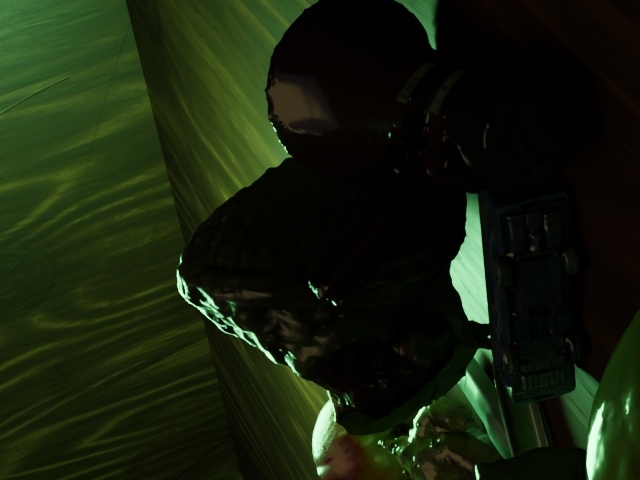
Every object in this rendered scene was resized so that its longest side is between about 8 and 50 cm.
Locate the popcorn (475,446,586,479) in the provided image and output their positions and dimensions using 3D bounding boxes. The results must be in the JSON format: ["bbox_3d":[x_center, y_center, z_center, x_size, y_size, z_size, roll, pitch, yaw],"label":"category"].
[{"bbox_3d":[0.230,0.311,1.131,0.293,0.237,0.292,-2,-90,-64],"label":"popcorn"}]

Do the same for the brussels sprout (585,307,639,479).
[{"bbox_3d":[0.284,0.125,0.714,0.274,0.243,0.316,-2,115,50],"label":"brussels sprout"}]

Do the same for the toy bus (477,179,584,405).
[{"bbox_3d":[0.199,0.043,1.228,0.094,0.079,0.236,-102,2,-54],"label":"toy bus"}]

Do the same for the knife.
[{"bbox_3d":[0.224,0.254,1.406,0.053,0.123,0.277,-13,-89,-74],"label":"knife"}]

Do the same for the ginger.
[{"bbox_3d":[0.162,0.272,1.515,0.214,0.059,0.133,49,121,34],"label":"ginger"}]

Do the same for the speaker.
[{"bbox_3d":[0.059,-0.099,1.168,0.329,0.259,0.198,39,152,65],"label":"speaker"}]

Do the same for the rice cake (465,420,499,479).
[{"bbox_3d":[0.235,0.411,1.601,0.399,0.070,0.064,70,162,-2],"label":"rice cake"}]

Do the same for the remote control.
[{"bbox_3d":[0.204,0.208,1.514,0.162,0.029,0.061,57,159,35],"label":"remote control"}]

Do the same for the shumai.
[{"bbox_3d":[0.030,0.081,1.402,0.292,0.330,0.288,-110,5,-54],"label":"shumai"}]

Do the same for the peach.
[{"bbox_3d":[0.072,0.286,1.799,0.190,0.190,0.192,65,146,20],"label":"peach"}]
